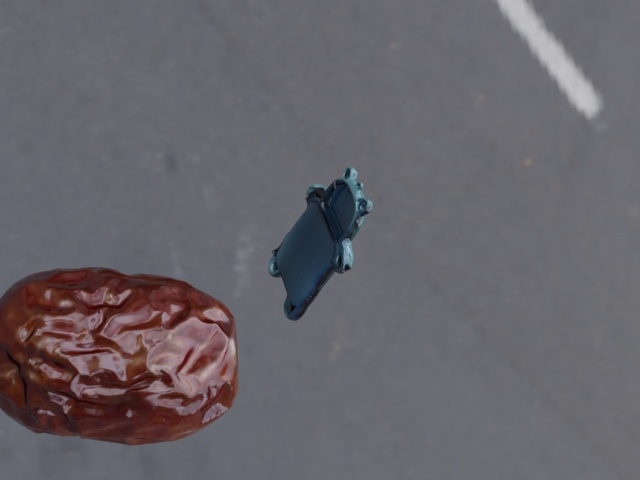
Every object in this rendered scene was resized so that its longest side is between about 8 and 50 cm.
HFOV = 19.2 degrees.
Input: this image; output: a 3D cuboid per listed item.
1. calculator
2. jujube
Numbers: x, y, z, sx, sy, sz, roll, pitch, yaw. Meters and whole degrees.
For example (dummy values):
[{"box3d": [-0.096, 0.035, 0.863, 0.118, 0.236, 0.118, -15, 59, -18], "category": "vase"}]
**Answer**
[{"box3d": [0.000, 0.000, 1.571, 0.019, 0.141, 0.094, 8, 44, -33], "category": "calculator"}, {"box3d": [-0.204, 0.113, 1.842, 0.174, 0.250, 0.174, -178, -90, -88], "category": "jujube"}]
